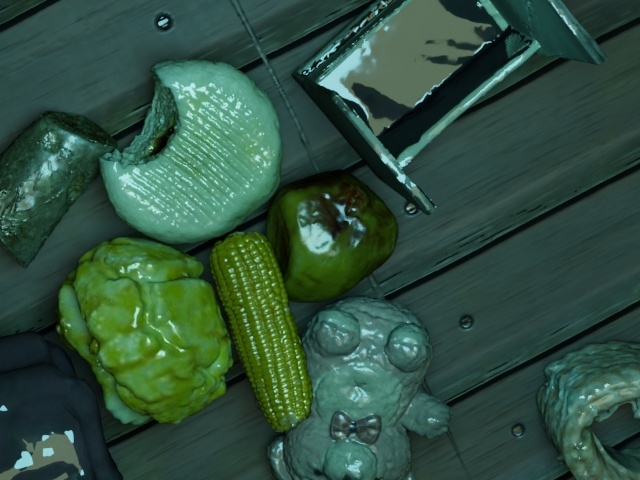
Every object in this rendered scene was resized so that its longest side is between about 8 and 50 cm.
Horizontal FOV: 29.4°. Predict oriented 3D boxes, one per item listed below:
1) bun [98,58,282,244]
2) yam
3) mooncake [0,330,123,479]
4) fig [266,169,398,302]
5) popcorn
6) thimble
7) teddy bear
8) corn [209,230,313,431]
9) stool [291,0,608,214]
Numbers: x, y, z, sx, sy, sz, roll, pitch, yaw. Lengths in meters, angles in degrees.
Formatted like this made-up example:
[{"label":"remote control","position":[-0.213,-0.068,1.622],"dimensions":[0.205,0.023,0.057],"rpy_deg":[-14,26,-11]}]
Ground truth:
[{"label":"bun","position":[-0.148,-0.105,1.376],"dimensions":[0.212,0.126,0.204],"rpy_deg":[-29,108,-1]},{"label":"yam","position":[-0.318,-0.066,1.374],"dimensions":[0.107,0.107,0.183],"rpy_deg":[40,91,-15]},{"label":"mooncake","position":[-0.319,0.281,1.307],"dimensions":[0.212,0.381,0.350],"rpy_deg":[-16,117,-18]},{"label":"fig","position":[0.000,0.000,1.426],"dimensions":[0.154,0.144,0.165],"rpy_deg":[14,115,-50]},{"label":"popcorn","position":[-0.196,0.101,1.382],"dimensions":[0.184,0.204,0.221],"rpy_deg":[-32,91,-1]},{"label":"thimble","position":[0.394,0.233,1.535],"dimensions":[0.229,0.148,0.196],"rpy_deg":[6,103,-8]},{"label":"teddy bear","position":[0.038,0.199,1.464],"dimensions":[0.236,0.151,0.267],"rpy_deg":[13,97,-1]},{"label":"corn","position":[-0.062,0.099,1.378],"dimensions":[0.080,0.080,0.231],"rpy_deg":[-19,84,-5]},{"label":"stool","position":[0.127,-0.188,1.330],"dimensions":[0.243,0.269,0.170],"rpy_deg":[-42,105,1]}]
